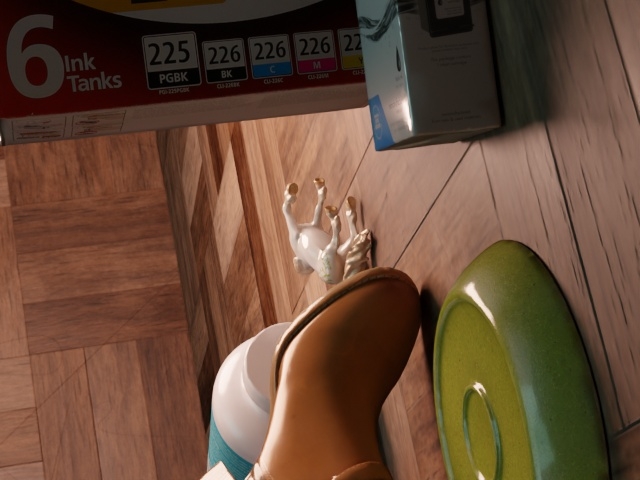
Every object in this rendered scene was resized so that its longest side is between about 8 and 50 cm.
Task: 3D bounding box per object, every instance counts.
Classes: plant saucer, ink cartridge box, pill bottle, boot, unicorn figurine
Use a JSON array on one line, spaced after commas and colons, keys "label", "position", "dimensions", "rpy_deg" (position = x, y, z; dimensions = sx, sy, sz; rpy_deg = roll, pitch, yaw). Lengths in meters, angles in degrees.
[{"label": "plant saucer", "position": [0.116, 0.121, 0.856], "dimensions": [0.241, 0.037, 0.241], "rpy_deg": [173, 90, -79]}, {"label": "ink cartridge box", "position": [0.062, -0.153, 0.878], "dimensions": [0.104, 0.060, 0.180], "rpy_deg": [169, 94, -79]}, {"label": "ink cartridge box", "position": [-0.116, -0.231, 1.072], "dimensions": [0.130, 0.309, 0.272], "rpy_deg": [155, 107, -77]}, {"label": "pill bottle", "position": [-0.038, 0.187, 1.366], "dimensions": [0.264, 0.146, 0.146], "rpy_deg": [100, 159, -56]}, {"label": "boot", "position": [0.018, 0.161, 0.983], "dimensions": [0.109, 0.283, 0.220], "rpy_deg": [46, 173, -28]}, {"label": "unicorn figurine", "position": [0.000, 0.000, 1.274], "dimensions": [0.162, 0.060, 0.111], "rpy_deg": [-118, 24, -60]}]
